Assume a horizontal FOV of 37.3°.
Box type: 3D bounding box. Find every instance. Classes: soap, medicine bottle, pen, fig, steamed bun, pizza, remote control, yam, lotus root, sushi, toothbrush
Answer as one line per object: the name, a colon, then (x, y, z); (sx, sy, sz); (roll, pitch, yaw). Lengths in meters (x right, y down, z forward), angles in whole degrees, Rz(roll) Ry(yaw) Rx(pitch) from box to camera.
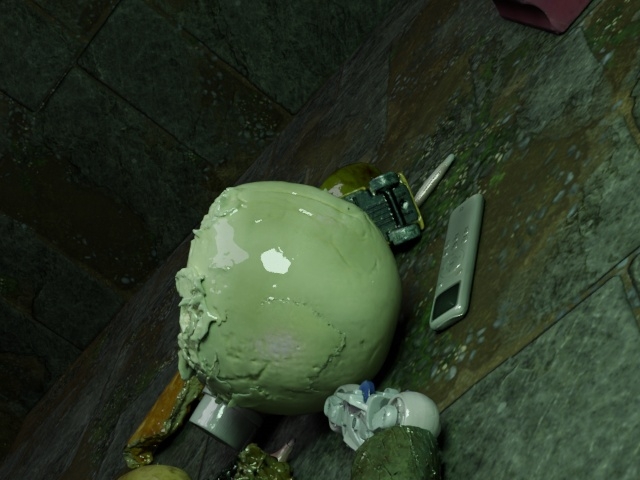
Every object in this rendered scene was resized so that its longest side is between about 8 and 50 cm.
soap: (0.413, -0.516, 1.731); (0.233, 0.128, 0.359); (-51, 15, 11)
medicine bottle: (-0.115, 0.227, 1.611); (0.247, 0.147, 0.147); (-58, 16, -16)
pen: (-0.096, 0.377, 1.443); (0.197, 0.032, 0.053); (-53, 15, 9)
fig: (0.059, -0.062, 1.773); (0.154, 0.144, 0.166); (-14, 31, 2)
steamed bun: (-0.047, 0.099, 1.341); (0.233, 0.311, 0.334); (-63, -25, -59)
pizza: (-0.298, 0.336, 2.025); (0.365, 0.074, 0.182); (-55, 14, -10)
remote control: (0.196, 0.025, 1.368); (0.067, 0.029, 0.261); (-40, 20, 39)
yam: (0.079, 0.288, 1.006); (0.107, 0.107, 0.183); (-44, 22, 30)
lotus root: (-0.291, 0.463, 1.606); (0.284, 0.146, 0.160); (-26, 48, 52)
sushi: (-0.100, 0.358, 1.284); (0.115, 0.147, 0.212); (-54, 8, 11)
toothbrush: (0.136, -0.031, 1.658); (0.307, 0.029, 0.025); (-53, 8, 0)

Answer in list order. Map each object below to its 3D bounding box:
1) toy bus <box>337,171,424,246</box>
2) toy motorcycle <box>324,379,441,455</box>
toy bus: (0.000, 0.000, 1.585); (0.335, 0.121, 0.123); (-23, -3, -9)
toy motorcycle: (0.070, 0.233, 1.185); (0.112, 0.112, 0.254); (-58, 13, -16)
